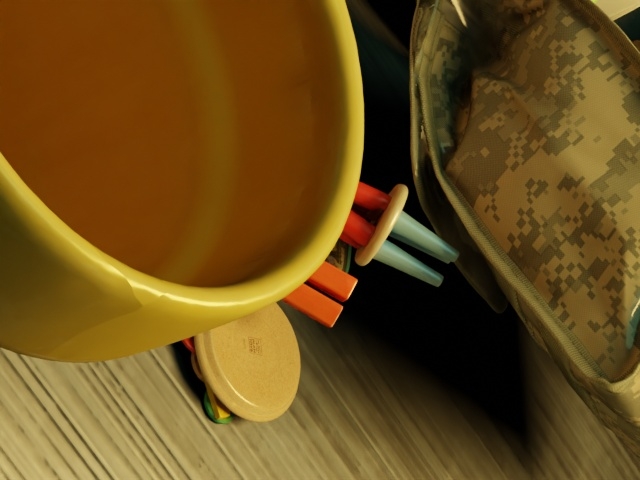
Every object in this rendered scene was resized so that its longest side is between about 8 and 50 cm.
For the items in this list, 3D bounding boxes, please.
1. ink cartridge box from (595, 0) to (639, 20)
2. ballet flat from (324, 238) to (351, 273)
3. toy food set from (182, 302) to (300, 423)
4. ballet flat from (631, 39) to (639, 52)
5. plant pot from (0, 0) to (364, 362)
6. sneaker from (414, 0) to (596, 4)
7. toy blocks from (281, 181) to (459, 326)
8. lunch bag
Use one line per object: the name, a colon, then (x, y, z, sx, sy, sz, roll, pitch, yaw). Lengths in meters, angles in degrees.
ink cartridge box: (0.209, -0.293, 1.505, 0.219, 0.092, 0.160, 58, 39, -12)
ballet flat: (-0.004, -0.029, 1.166, 0.041, 0.041, 0.114, 25, 54, -42)
toy food set: (-0.043, 0.060, 1.081, 0.082, 0.020, 0.083, -7, 79, -52)
ballet flat: (0.284, -0.111, 1.480, 0.342, 0.124, 0.116, -34, 99, -52)
plant pot: (-0.149, -0.057, 0.830, 0.254, 0.239, 0.254, 26, 54, -41)
sneaker: (0.084, -0.348, 1.292, 0.185, 0.202, 0.483, -16, 106, -13)
toy blocks: (0.000, 0.000, 1.086, 0.148, 0.054, 0.123, 29, 43, -5)
lunch bag: (0.164, -0.017, 1.197, 0.287, 0.169, 0.235, 53, 2, 29)
